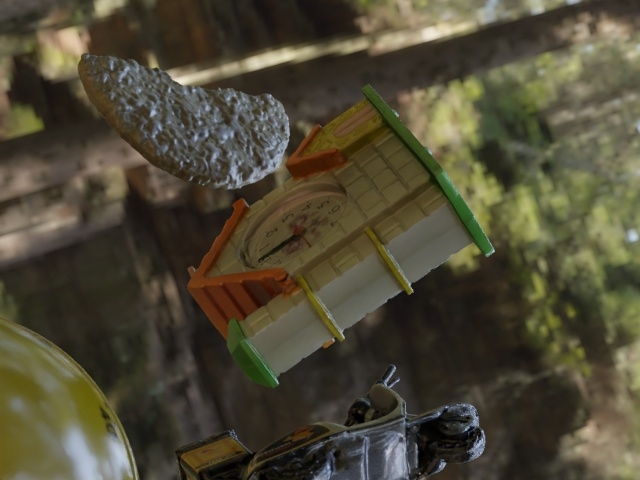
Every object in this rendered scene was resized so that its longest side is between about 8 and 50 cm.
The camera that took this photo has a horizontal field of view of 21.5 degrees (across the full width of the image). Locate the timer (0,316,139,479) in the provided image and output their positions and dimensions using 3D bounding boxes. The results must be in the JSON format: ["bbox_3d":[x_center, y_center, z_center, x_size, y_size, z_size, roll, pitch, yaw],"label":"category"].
[{"bbox_3d":[-0.300,0.230,1.289,0.387,0.376,0.376,86,-19,-70],"label":"timer"}]

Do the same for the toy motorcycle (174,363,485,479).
[{"bbox_3d":[0.019,0.193,1.519,0.157,0.263,0.091,28,-49,58],"label":"toy motorcycle"}]

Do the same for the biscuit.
[{"bbox_3d":[-0.122,-0.109,1.679,0.032,0.250,0.133,-45,-132,36],"label":"biscuit"}]

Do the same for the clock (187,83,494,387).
[{"bbox_3d":[0.000,0.000,1.566,0.106,0.255,0.220,55,0,-29],"label":"clock"}]
